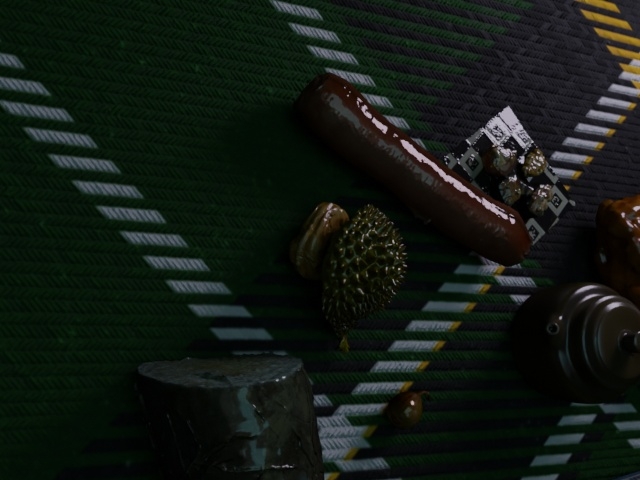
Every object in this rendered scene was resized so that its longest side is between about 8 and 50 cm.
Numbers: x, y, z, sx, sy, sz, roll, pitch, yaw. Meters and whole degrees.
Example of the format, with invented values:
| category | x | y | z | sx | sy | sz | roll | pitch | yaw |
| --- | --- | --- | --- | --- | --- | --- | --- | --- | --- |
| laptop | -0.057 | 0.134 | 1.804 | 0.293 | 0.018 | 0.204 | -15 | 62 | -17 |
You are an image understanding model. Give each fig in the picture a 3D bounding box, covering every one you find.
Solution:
| category | x | y | z | sx | sy | sz | roll | pitch | yaw |
| --- | --- | --- | --- | --- | --- | --- | --- | --- | --- |
| fig | 0.129 | 0.233 | 0.955 | 0.083 | 0.050 | 0.050 | -21 | 91 | -43 |

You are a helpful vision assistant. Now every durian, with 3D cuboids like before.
| category | x | y | z | sx | sy | sz | roll | pitch | yaw |
| --- | --- | --- | --- | --- | --- | --- | --- | --- | --- |
| durian | 0.054 | 0.061 | 0.895 | 0.146 | 0.102 | 0.208 | -12 | 119 | -60 |

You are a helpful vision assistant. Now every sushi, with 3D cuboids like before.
| category | x | y | z | sx | sy | sz | roll | pitch | yaw |
| --- | --- | --- | --- | --- | --- | --- | --- | --- | --- |
| sushi | 0.320 | -0.096 | 1.094 | 0.193 | 0.040 | 0.210 | -38 | 98 | -24 |

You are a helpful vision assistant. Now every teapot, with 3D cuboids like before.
| category | x | y | z | sx | sy | sz | roll | pitch | yaw |
| --- | --- | --- | --- | --- | --- | --- | --- | --- | --- |
| teapot | 0.427 | 0.158 | 1.031 | 0.268 | 0.175 | 0.185 | 13 | 79 | -22 |

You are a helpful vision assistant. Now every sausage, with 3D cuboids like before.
| category | x | y | z | sx | sy | sz | roll | pitch | yaw |
| --- | --- | --- | --- | --- | --- | --- | --- | --- | --- |
| sausage | 0.142 | -0.092 | 0.984 | 0.419 | 0.094 | 0.094 | 34 | 111 | -17 |

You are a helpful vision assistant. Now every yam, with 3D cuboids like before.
| category | x | y | z | sx | sy | sz | roll | pitch | yaw |
| --- | --- | --- | --- | --- | --- | --- | --- | --- | --- |
| yam | -0.091 | 0.271 | 0.772 | 0.202 | 0.201 | 0.271 | -6 | 91 | -25 |

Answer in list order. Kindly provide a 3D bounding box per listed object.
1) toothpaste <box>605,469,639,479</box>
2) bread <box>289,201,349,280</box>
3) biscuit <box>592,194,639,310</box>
| category | x | y | z | sx | sy | sz | roll | pitch | yaw |
| --- | --- | --- | --- | --- | --- | --- | --- | --- | --- |
| toothpaste | 0.522 | 0.408 | 1.095 | 0.392 | 0.061 | 0.098 | -8 | 60 | -25 |
| bread | 0.000 | 0.000 | 0.916 | 0.110 | 0.044 | 0.083 | -57 | 145 | -21 |
| biscuit | 0.621 | 0.043 | 1.174 | 0.312 | 0.110 | 0.318 | -25 | 92 | -24 |
